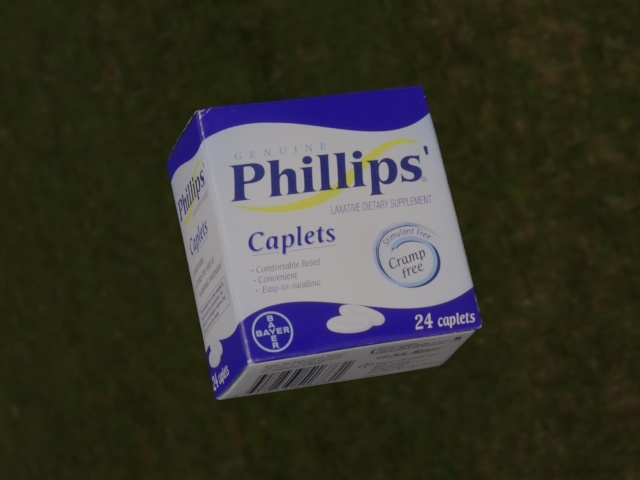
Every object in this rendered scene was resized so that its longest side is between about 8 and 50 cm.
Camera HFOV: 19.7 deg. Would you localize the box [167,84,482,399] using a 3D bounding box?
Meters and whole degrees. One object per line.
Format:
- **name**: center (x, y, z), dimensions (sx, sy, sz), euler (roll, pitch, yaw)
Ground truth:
- **box**: center (0.000, 0.000, 0.940), dimensions (0.072, 0.126, 0.137), euler (126, 133, -64)
